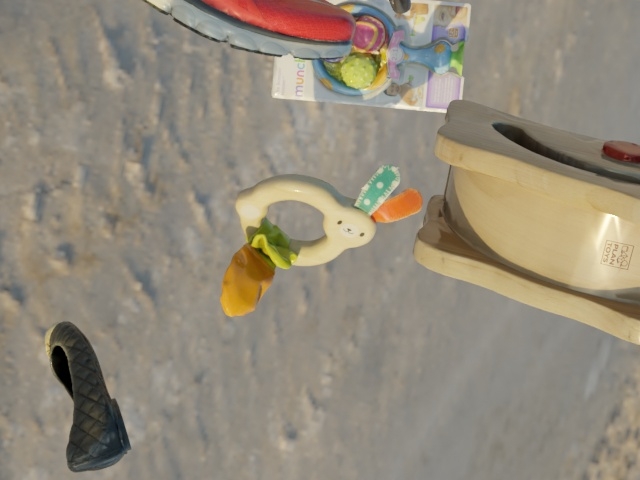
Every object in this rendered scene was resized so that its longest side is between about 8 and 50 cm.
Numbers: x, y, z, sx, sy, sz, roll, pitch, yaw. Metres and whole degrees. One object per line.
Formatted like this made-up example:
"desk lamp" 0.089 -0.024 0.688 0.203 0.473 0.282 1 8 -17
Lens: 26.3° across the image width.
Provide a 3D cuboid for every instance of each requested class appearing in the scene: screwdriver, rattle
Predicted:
"screwdriver" 0.060 -0.277 1.268 0.024 0.025 0.170 -24 136 -4
"rattle" 0.000 0.000 1.464 0.142 0.200 0.130 -61 146 -58

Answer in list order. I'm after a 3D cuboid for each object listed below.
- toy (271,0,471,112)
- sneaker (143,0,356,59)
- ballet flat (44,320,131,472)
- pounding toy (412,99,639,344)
"toy" 0.061 -0.232 1.680 0.056 0.237 0.136 -82 177 -82
"sneaker" -0.090 -0.221 0.968 0.118 0.279 0.107 -60 -179 15
"ballet flat" -0.188 0.113 1.046 0.049 0.173 0.057 -18 122 -15
"pounding toy" 0.189 -0.038 0.766 0.154 0.270 0.154 -25 130 -57
